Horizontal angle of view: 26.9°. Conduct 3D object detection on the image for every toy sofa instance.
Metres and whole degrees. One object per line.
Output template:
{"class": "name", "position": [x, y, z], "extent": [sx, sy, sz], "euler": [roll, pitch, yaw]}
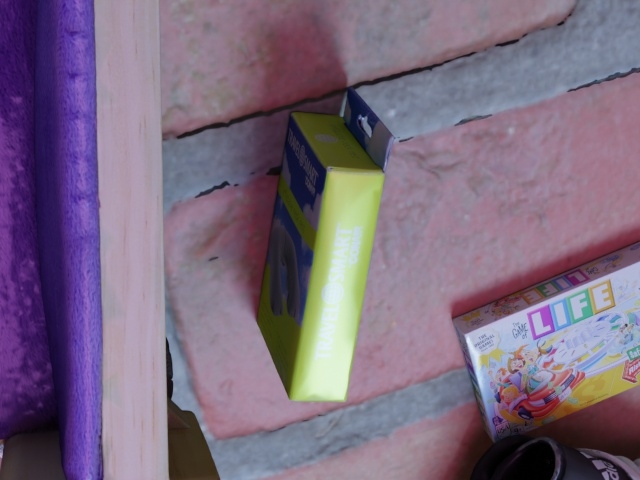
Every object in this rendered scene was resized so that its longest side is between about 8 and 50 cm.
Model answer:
{"class": "toy sofa", "position": [-0.149, -0.036, 0.715], "extent": [0.177, 0.150, 0.363], "euler": [-2, 98, -12]}

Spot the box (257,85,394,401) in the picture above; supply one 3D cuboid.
{"class": "box", "position": [0.000, 0.000, 0.851], "extent": [0.042, 0.109, 0.178], "euler": [3, 113, -16]}

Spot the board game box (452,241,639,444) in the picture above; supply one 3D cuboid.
{"class": "board game box", "position": [0.183, 0.076, 0.986], "extent": [0.154, 0.026, 0.103], "euler": [-22, 118, -6]}

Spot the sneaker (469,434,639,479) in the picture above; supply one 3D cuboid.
{"class": "sneaker", "position": [0.281, 0.211, 0.983], "extent": [0.447, 0.169, 0.257], "euler": [-34, 127, 3]}

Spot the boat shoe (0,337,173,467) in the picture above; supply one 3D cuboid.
{"class": "boat shoe", "position": [-0.215, 0.182, 0.874], "extent": [0.119, 0.122, 0.324], "euler": [26, 96, -20]}
